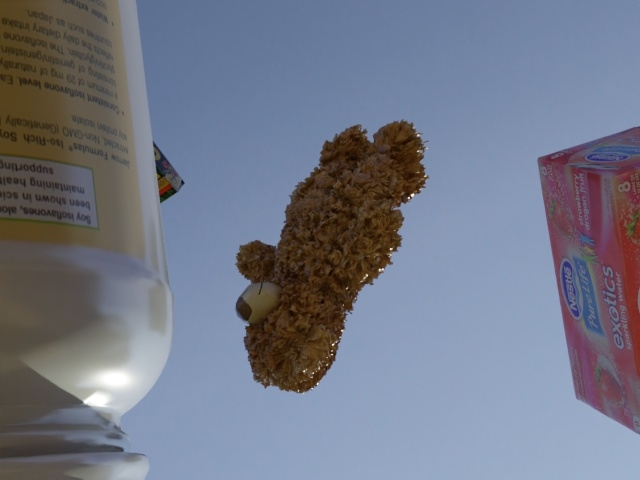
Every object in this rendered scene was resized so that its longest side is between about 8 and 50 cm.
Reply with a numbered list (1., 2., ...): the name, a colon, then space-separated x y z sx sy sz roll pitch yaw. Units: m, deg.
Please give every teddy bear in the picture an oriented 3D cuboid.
1. teddy bear: 0.000 0.000 1.467 0.113 0.245 0.338 42 -100 -37

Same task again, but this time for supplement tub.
1. supplement tub: -0.183 -0.039 0.492 0.241 0.241 0.331 -8 -102 -1

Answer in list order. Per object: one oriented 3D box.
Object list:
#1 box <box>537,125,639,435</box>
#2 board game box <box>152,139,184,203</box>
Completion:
1. box: 0.352 0.041 1.435 0.142 0.154 0.300 -17 -72 -18
2. board game box: -0.261 -0.033 1.166 0.260 0.030 0.136 -33 -73 20
